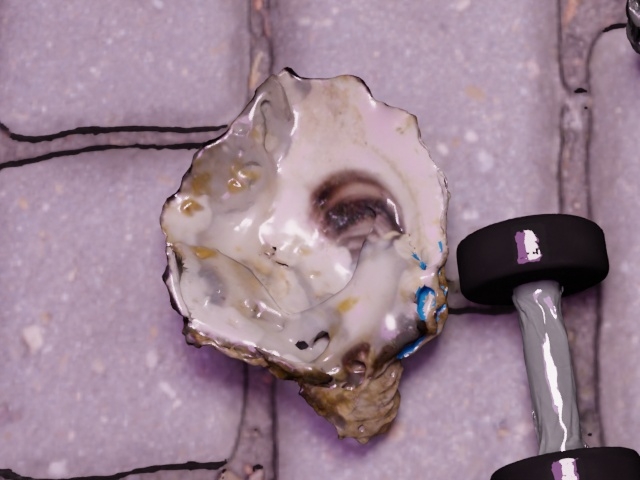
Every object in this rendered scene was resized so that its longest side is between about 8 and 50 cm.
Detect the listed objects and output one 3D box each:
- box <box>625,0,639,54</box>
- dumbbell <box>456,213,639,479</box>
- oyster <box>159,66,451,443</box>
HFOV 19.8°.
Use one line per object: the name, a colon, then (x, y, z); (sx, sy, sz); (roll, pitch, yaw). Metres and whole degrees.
box: (0.331, -0.130, 1.176); (0.243, 0.163, 0.135); (-19, 81, 5)
dumbbell: (0.148, 0.086, 1.181); (0.100, 0.100, 0.191); (-9, 74, 9)
oyster: (0.000, 0.000, 1.246); (0.214, 0.083, 0.223); (31, 78, 14)
